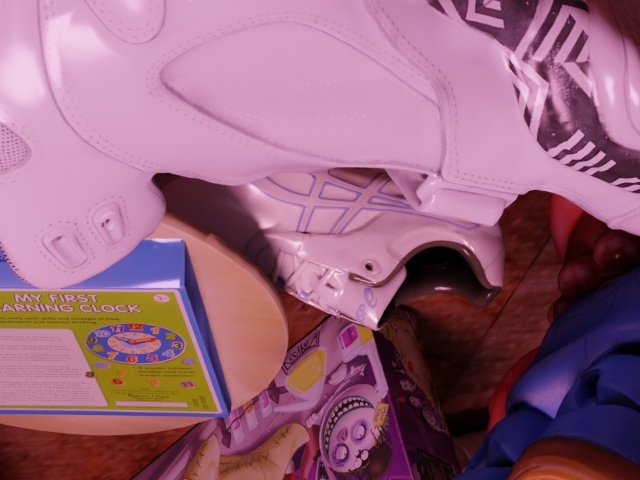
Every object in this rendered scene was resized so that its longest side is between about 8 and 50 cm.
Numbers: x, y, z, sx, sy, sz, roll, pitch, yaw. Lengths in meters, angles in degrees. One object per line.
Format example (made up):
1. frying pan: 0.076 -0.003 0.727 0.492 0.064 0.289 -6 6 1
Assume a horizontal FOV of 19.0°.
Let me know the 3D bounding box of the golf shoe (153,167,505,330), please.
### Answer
1. golf shoe: 0.000 0.000 0.834 0.176 0.086 0.069 -7 146 -14

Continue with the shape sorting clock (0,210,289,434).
1. shape sorting clock: -0.116 0.032 0.833 0.206 0.040 0.206 3 151 2

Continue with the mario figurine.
1. mario figurine: 0.161 0.070 0.826 0.198 0.320 0.170 2 121 27

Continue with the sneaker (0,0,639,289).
1. sneaker: -0.003 -0.066 0.700 0.210 0.137 0.366 -34 138 22

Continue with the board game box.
1. board game box: -0.059 0.206 0.987 0.056 0.208 0.347 19 130 -43

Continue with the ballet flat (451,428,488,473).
1. ballet flat: -0.008 0.202 1.094 0.400 0.139 0.139 -35 143 24
